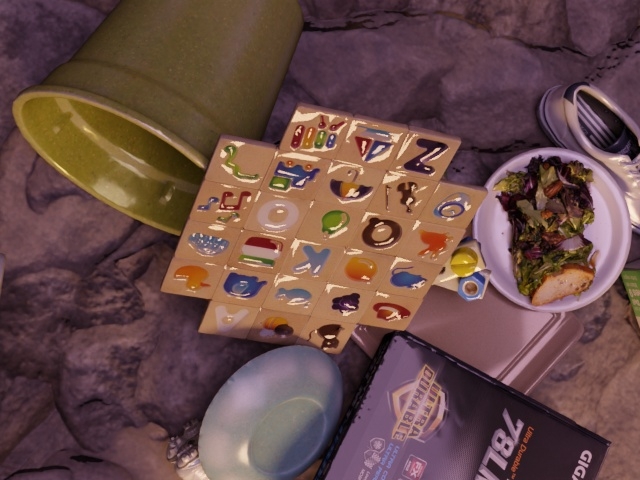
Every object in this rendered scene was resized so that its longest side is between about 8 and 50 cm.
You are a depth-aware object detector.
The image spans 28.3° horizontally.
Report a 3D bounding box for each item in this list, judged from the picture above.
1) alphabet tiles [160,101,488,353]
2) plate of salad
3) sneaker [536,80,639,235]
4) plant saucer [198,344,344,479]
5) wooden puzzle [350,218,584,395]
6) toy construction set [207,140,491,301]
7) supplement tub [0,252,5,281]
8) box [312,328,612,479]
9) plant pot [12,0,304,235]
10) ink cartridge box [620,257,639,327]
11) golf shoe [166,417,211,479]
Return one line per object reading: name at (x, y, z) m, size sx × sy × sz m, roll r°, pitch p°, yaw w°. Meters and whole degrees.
alphabet tiles at (0.000, 0.000, 1.315) m, size 0.285 × 0.342 × 0.011 m, roll 10°, pitch 45°, yaw -18°
plate of salad at (0.281, -0.013, 1.519) m, size 0.199 × 0.048 × 0.200 m, roll 0°, pitch 88°, yaw -7°
sneaker at (0.374, -0.092, 1.570) m, size 0.258 × 0.091 × 0.094 m, roll 41°, pitch 79°, yaw -8°
plant saucer at (-0.044, 0.212, 1.430) m, size 0.195 × 0.037 × 0.195 m, roll -17°, pitch 122°, yaw -29°
wooden puzzle at (0.168, 0.099, 1.541) m, size 0.239 × 0.044 × 0.221 m, roll 45°, pitch 79°, yaw -3°
toy construction set at (0.022, -0.008, 1.452) m, size 0.327 × 0.151 × 0.215 m, roll -11°, pitch 108°, yaw 2°
supplement tub at (-0.475, 0.076, 1.306) m, size 0.272 × 0.191 × 0.191 m, roll 9°, pitch 85°, yaw -13°
box at (0.145, 0.296, 1.451) m, size 0.293 × 0.073 × 0.296 m, roll 29°, pitch 76°, yaw -4°
plant pot at (-0.150, -0.178, 1.380) m, size 0.276 × 0.276 × 0.254 m, roll 30°, pitch 70°, yaw -10°
ink cartridge box at (0.528, 0.132, 1.580) m, size 0.211 × 0.121 × 0.289 m, roll -20°, pitch 94°, yaw -13°
golf shoe at (-0.091, 0.224, 1.469) m, size 0.176 × 0.069 × 0.086 m, roll -34°, pitch 119°, yaw -12°
